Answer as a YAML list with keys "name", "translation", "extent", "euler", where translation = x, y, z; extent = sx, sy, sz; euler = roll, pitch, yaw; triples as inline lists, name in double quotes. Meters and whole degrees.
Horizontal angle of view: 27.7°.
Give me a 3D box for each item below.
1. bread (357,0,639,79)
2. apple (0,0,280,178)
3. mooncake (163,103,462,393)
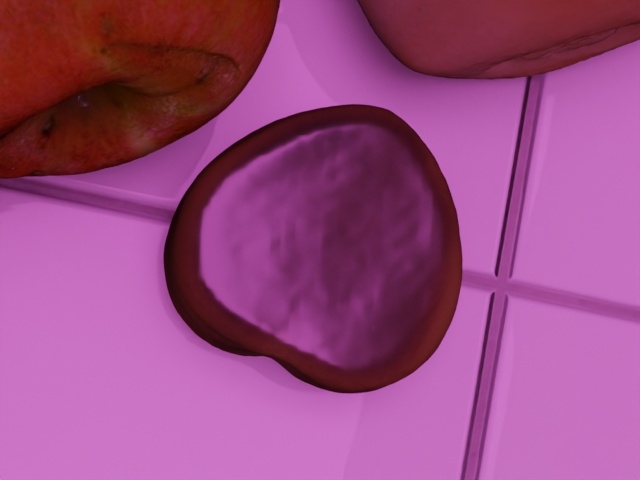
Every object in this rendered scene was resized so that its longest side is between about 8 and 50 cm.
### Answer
- name: "bread"
  translation: [0.164, -0.338, 1.051]
  extent: [0.348, 0.253, 0.376]
  euler: [-14, 85, -9]
- name: "apple"
  translation: [-0.198, -0.211, 0.926]
  extent: [0.339, 0.339, 0.340]
  euler: [1, 83, -11]
- name: "mooncake"
  translation: [0.000, 0.000, 1.045]
  extent: [0.234, 0.117, 0.235]
  euler: [2, 81, -13]
